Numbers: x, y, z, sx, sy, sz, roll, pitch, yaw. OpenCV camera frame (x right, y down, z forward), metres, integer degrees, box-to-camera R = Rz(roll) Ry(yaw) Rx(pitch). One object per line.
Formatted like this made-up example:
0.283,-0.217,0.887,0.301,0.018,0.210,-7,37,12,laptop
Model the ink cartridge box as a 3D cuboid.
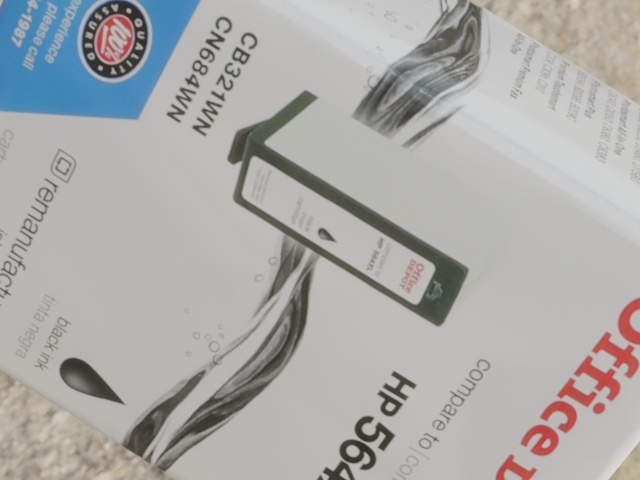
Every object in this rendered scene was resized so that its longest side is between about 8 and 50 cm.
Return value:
0.000,0.000,0.394,0.203,0.148,0.086,32,28,1,ink cartridge box
